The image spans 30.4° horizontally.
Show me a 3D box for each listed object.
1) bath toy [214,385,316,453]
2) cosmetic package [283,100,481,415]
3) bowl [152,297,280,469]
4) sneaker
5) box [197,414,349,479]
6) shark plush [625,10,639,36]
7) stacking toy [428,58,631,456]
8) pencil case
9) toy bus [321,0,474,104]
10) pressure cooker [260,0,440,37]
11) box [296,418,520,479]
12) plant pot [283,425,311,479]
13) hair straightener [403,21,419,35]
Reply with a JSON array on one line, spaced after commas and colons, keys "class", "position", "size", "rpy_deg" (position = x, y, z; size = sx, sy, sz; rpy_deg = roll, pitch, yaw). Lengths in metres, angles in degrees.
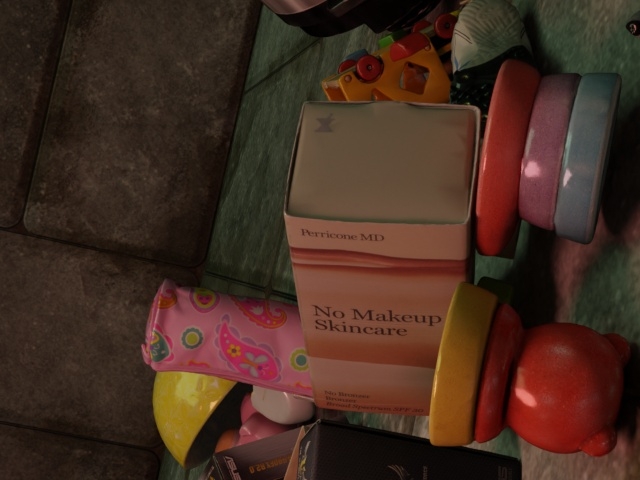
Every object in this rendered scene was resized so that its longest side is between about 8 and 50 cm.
[{"class": "bath toy", "position": [-0.069, 0.279, 1.683], "size": [0.151, 0.129, 0.348], "rpy_deg": [40, 132, 25]}, {"class": "cosmetic package", "position": [0.061, 0.026, 1.035], "size": [0.296, 0.153, 0.129], "rpy_deg": [81, -165, -51]}, {"class": "bowl", "position": [-0.160, 0.182, 1.761], "size": [0.289, 0.156, 0.289], "rpy_deg": [-48, -14, -15]}, {"class": "sneaker", "position": [0.167, -0.153, 1.138], "size": [0.237, 0.085, 0.086], "rpy_deg": [-79, -20, -53]}, {"class": "box", "position": [-0.071, 0.311, 1.491], "size": [0.056, 0.183, 0.231], "rpy_deg": [66, 150, 23]}, {"class": "shark plush", "position": [0.268, -0.164, 0.852], "size": [0.067, 0.073, 0.161], "rpy_deg": [-51, 0, 20]}, {"class": "stacking toy", "position": [0.187, 0.029, 0.939], "size": [0.279, 0.130, 0.309], "rpy_deg": [53, -131, -72]}, {"class": "pencil case", "position": [-0.080, 0.133, 1.490], "size": [0.124, 0.284, 0.124], "rpy_deg": [-167, 90, -85]}, {"class": "toy bus", "position": [0.105, -0.181, 1.320], "size": [0.202, 0.104, 0.191], "rpy_deg": [-19, 13, 36]}, {"class": "pressure cooker", "position": [0.010, -0.462, 1.446], "size": [0.370, 0.420, 0.375], "rpy_deg": [-56, 28, -11]}, {"class": "box", "position": [0.066, 0.272, 0.933], "size": [0.059, 0.183, 0.233], "rpy_deg": [121, 159, -55]}, {"class": "plant pot", "position": [0.015, 0.290, 1.333], "size": [0.109, 0.096, 0.109], "rpy_deg": [-104, 29, -64]}, {"class": "hair straightener", "position": [0.108, -0.354, 1.677], "size": [0.230, 0.047, 0.089], "rpy_deg": [-98, 24, -58]}]
